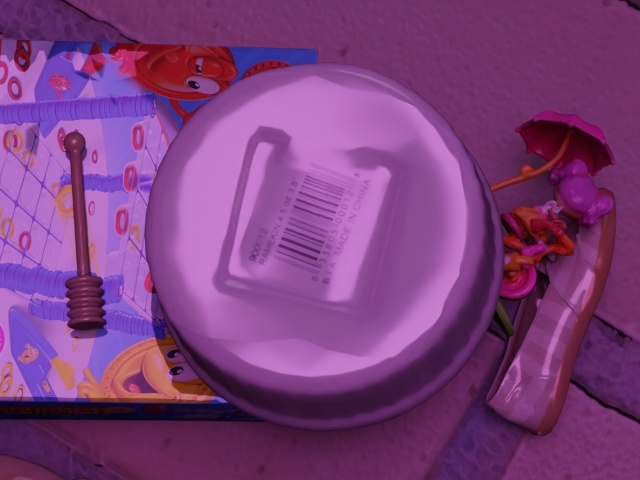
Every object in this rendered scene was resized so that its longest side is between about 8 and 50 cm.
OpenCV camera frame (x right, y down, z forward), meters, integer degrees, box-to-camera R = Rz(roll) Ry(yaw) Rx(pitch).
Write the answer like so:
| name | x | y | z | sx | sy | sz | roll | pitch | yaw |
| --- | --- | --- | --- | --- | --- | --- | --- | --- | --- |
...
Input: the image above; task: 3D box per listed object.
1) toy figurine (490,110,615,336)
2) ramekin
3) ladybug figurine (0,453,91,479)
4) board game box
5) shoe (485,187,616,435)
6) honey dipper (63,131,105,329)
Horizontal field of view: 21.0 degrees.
| name | x | y | z | sx | sy | sz | roll | pitch | yaw |
| --- | --- | --- | --- | --- | --- | --- | --- | --- | --- |
| toy figurine | 0.174 | -0.032 | 1.415 | 0.159 | 0.130 | 0.173 | -32 | 66 | -1 |
| ramekin | 0.000 | 0.000 | 1.294 | 0.277 | 0.135 | 0.277 | -1 | 79 | 5 |
| ladybug figurine | -0.326 | 0.345 | 1.276 | 0.449 | 0.162 | 0.305 | -40 | 81 | -13 |
| board game box | -0.154 | -0.008 | 1.422 | 0.301 | 0.086 | 0.308 | 1 | 75 | -4 |
| shoe | 0.195 | 0.052 | 1.441 | 0.058 | 0.076 | 0.219 | 20 | 77 | -5 |
| honey dipper | -0.191 | -0.010 | 1.360 | 0.030 | 0.030 | 0.161 | -5 | 74 | -6 |
